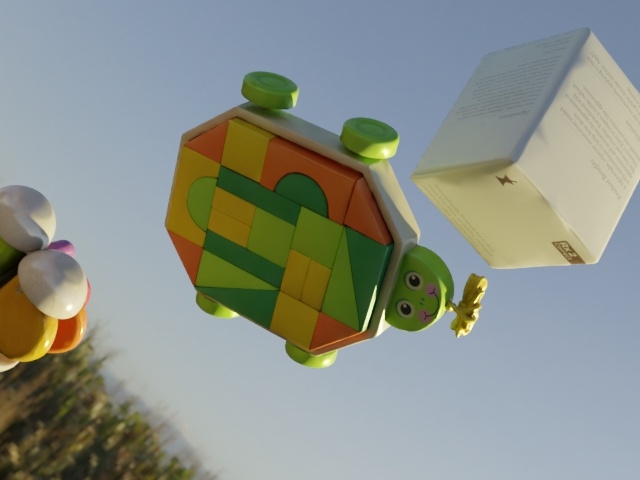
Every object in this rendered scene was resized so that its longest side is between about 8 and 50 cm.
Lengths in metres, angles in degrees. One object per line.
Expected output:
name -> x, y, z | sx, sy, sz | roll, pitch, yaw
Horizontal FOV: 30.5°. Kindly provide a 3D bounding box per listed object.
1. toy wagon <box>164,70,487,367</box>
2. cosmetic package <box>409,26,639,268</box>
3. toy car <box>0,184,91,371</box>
toy wagon -> 0.000, 0.000, 1.169 | 0.344, 0.068, 0.267 | 27, -60, 22
cosmetic package -> 0.221, -0.089, 1.192 | 0.151, 0.183, 0.151 | 45, -27, -25
toy car -> -0.303, 0.037, 1.207 | 0.136, 0.159, 0.182 | -3, 60, -60
